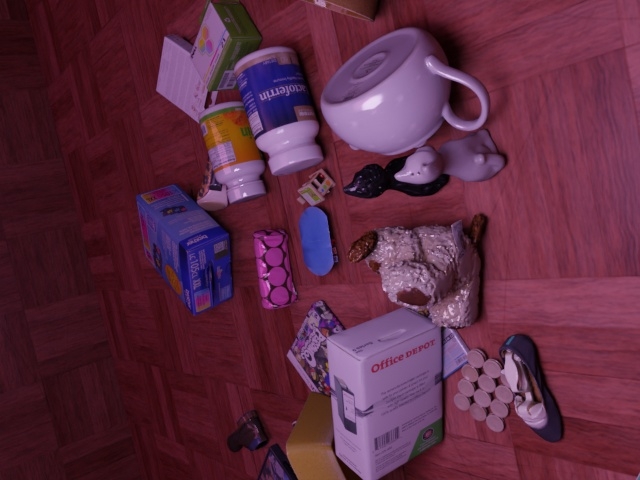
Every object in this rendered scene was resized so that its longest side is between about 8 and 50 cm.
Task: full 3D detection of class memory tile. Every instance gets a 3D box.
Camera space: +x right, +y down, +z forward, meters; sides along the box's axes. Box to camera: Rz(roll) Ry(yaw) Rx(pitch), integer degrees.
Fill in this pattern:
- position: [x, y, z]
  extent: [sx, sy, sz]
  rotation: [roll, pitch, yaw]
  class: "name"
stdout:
- position: [0.319, 0.289, 1.187]
  extent: [0.113, 0.012, 0.148]
  rotation: [28, 124, 33]
  class: "memory tile"

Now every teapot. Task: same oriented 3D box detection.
- position: [0.141, -0.243, 1.102]
  extent: [0.187, 0.252, 0.256]
  rotation: [48, -166, -28]
  class: "teapot"

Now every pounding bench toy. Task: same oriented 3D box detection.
- position: [-0.016, -0.122, 1.435]
  extent: [0.052, 0.065, 0.083]
  rotation: [46, 146, -16]
  class: "pounding bench toy"

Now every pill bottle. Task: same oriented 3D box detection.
- position: [-0.091, -0.292, 1.405]
  extent: [0.153, 0.153, 0.264]
  rotation: [-21, 86, 53]
  class: "pill bottle"
- position: [-0.223, -0.227, 1.609]
  extent: [0.136, 0.136, 0.245]
  rotation: [-18, 88, 53]
  class: "pill bottle"

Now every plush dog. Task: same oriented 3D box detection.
- position: [0.177, 0.032, 1.154]
  extent: [0.225, 0.262, 0.210]
  rotation: [13, 79, 39]
  class: "plush dog"

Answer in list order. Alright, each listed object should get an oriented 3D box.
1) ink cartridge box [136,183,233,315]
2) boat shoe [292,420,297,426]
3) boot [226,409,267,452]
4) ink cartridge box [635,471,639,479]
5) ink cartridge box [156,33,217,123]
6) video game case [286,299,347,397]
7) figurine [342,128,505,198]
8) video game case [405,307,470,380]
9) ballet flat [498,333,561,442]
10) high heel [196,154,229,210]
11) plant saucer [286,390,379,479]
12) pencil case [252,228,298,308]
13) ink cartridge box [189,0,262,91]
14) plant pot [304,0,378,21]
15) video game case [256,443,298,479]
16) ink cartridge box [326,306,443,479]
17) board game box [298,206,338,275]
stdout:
- position: [-0.403, 0.038, 1.894]
  extent: [0.395, 0.151, 0.270]
  rotation: [38, 141, 36]
  class: "ink cartridge box"
- position: [-0.035, 0.508, 1.705]
  extent: [0.125, 0.046, 0.038]
  rotation: [-36, 68, 42]
  class: "boat shoe"
- position: [-0.238, 0.653, 1.984]
  extent: [0.106, 0.082, 0.219]
  rotation: [53, 136, 30]
  class: "boot"
- position: [0.572, 0.413, 0.889]
  extent: [0.225, 0.056, 0.181]
  rotation: [37, 129, 41]
  class: "ink cartridge box"
- position: [-0.380, -0.468, 1.816]
  extent: [0.232, 0.066, 0.189]
  rotation: [35, 131, 13]
  class: "ink cartridge box"
- position: [0.015, 0.303, 1.570]
  extent: [0.210, 0.042, 0.232]
  rotation: [50, 137, 27]
  class: "video game case"
- position: [0.176, -0.122, 1.074]
  extent: [0.215, 0.209, 0.092]
  rotation: [-12, 93, 53]
  class: "figurine"
- position: [0.234, 0.198, 1.274]
  extent: [0.166, 0.015, 0.119]
  rotation: [58, 141, 20]
  class: "video game case"
- position: [0.364, 0.269, 1.087]
  extent: [0.074, 0.074, 0.203]
  rotation: [-20, 86, 53]
  class: "ballet flat"
- position: [-0.302, -0.197, 1.802]
  extent: [0.261, 0.093, 0.186]
  rotation: [132, 145, -67]
  class: "high heel"
- position: [0.054, 0.539, 1.419]
  extent: [0.081, 0.333, 0.333]
  rotation: [-25, 93, 12]
  class: "plant saucer"
- position: [-0.119, 0.072, 1.623]
  extent: [0.095, 0.098, 0.209]
  rotation: [-63, -34, -78]
  class: "pencil case"
- position: [-0.276, -0.546, 1.599]
  extent: [0.255, 0.097, 0.189]
  rotation: [60, 141, 18]
  class: "ink cartridge box"
- position: [0.029, -0.564, 1.125]
  extent: [0.237, 0.237, 0.254]
  rotation: [35, 113, 40]
  class: "plant pot"
- position: [-0.111, 0.810, 1.914]
  extent: [0.248, 0.035, 0.275]
  rotation: [47, 135, 32]
  class: "video game case"
- position: [0.137, 0.308, 1.257]
  extent: [0.121, 0.211, 0.289]
  rotation: [24, 124, 52]
  class: "ink cartridge box"
- position: [0.000, 0.000, 1.493]
  extent: [0.133, 0.033, 0.168]
  rotation: [-7, 92, 58]
  class: "board game box"
